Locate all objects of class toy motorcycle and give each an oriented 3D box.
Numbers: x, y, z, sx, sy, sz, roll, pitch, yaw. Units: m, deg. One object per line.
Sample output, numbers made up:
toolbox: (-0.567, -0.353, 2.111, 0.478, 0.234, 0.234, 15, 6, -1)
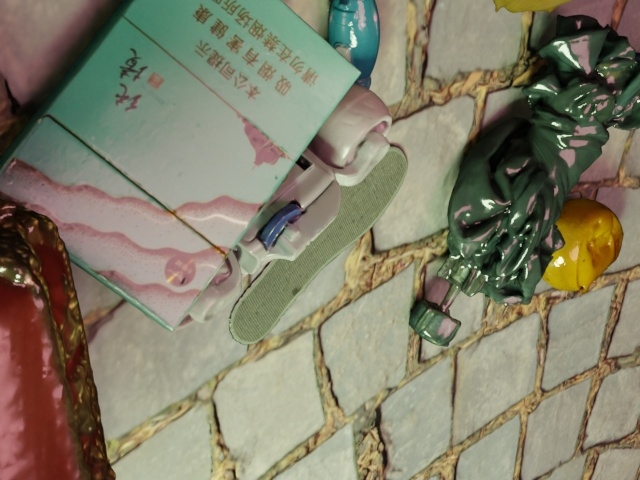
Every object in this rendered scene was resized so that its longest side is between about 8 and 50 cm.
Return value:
toy motorcycle: (-0.043, -0.024, 0.949, 0.254, 0.112, 0.112, -43, 138, -21)

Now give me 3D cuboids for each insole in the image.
insole: (0.000, 0.000, 1.069, 0.232, 0.003, 0.080, -47, 139, -17)

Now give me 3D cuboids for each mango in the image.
mango: (0.283, 0.003, 1.336, 0.187, 0.066, 0.101, -6, 108, -52)

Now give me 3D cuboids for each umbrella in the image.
umbrella: (0.199, -0.046, 1.179, 0.348, 0.143, 0.094, -56, -174, 5)

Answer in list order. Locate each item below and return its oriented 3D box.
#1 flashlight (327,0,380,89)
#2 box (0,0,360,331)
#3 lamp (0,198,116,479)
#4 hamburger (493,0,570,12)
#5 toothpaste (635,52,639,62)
flashlight: (0.028, -0.176, 0.962, 0.051, 0.051, 0.129, -34, 138, -30)
box: (-0.098, -0.076, 0.834, 0.162, 0.041, 0.229, 40, 80, -22)
lamp: (-0.219, 0.098, 0.738, 0.177, 0.177, 0.273, -26, 117, -36)
hamburger: (0.191, -0.354, 0.788, 0.396, 0.277, 0.396, -28, 168, -6)
toothpaste: (0.372, -0.172, 1.325, 0.272, 0.066, 0.053, -5, 115, -46)
